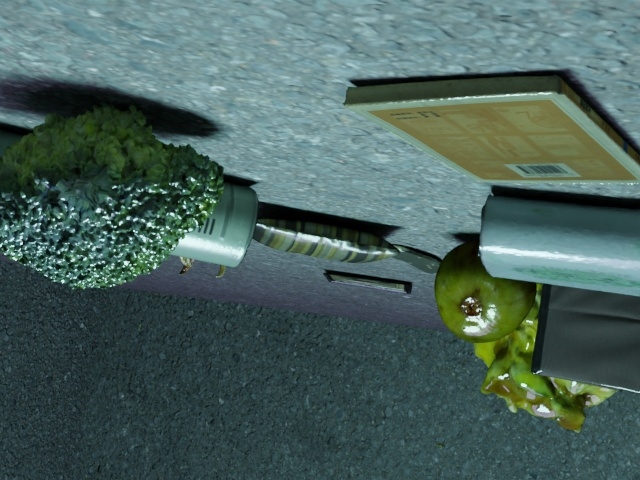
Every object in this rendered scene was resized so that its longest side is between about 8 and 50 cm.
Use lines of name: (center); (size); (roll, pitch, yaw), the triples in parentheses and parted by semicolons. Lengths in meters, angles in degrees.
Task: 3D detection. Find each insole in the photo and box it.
insole: (0.171, 0.035, 1.578); (0.081, 0.011, 0.248); (6, 171, 27)

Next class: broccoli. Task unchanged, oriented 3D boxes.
broccoli: (-0.222, -0.040, 0.914); (0.226, 0.176, 0.198); (14, 161, 46)

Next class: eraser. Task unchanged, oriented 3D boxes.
eraser: (0.293, 0.008, 0.994); (0.227, 0.081, 0.174); (8, 171, 18)

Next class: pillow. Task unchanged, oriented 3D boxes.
pillow: (0.000, 0.000, 1.377); (0.212, 0.052, 0.208); (12, 174, -5)

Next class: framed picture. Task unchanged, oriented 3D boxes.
framed picture: (0.107, 0.094, 2.077); (0.195, 0.010, 0.199); (8, 172, 6)

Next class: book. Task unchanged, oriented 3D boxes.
book: (0.151, -0.081, 0.743); (0.170, 0.018, 0.242); (3, 170, 34)

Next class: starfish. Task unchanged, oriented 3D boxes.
starfish: (-0.276, 0.020, 1.760); (0.190, 0.074, 0.146); (4, 169, 32)

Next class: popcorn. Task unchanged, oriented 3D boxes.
popcorn: (0.373, 0.164, 1.495); (0.224, 0.270, 0.258); (11, 128, -38)

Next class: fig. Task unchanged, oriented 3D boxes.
fig: (0.236, 0.052, 1.303); (0.148, 0.186, 0.142); (-15, 119, 22)

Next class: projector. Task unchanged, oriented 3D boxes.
projector: (-0.248, -0.049, 1.114); (0.337, 0.108, 0.108); (12, 172, -20)

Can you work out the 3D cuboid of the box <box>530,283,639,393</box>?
box: (0.418, 0.115, 1.236); (0.153, 0.188, 0.252); (2, 168, 42)
